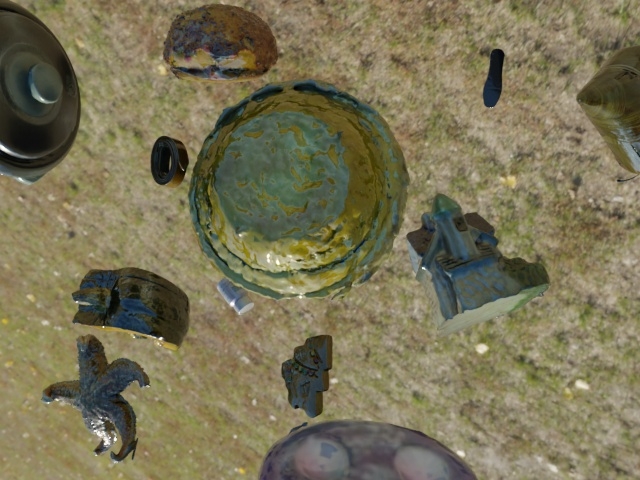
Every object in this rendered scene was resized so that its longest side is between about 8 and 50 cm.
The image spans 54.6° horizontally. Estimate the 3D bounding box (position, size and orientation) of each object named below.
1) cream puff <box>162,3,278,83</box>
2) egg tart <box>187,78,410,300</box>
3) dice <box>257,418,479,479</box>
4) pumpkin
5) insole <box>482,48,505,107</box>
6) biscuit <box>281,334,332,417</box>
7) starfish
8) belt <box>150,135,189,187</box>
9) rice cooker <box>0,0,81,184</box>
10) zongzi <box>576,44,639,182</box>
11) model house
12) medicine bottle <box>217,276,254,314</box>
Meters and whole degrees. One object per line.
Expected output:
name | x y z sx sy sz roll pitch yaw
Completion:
cream puff | -0.207 -0.404 1.281 0.239 0.240 0.164 19 119 24
egg tart | -0.044 -0.084 1.002 0.387 0.388 0.169 31 180 11
dice | 0.047 0.399 0.729 0.269 0.271 0.270 6 120 0
pumpkin | -0.381 0.124 1.231 0.247 0.131 0.126 13 160 0
insole | 0.399 -0.372 1.426 0.045 0.002 0.135 17 120 30
biscuit | -0.012 0.138 0.652 0.082 0.016 0.092 51 122 47
starfish | -0.488 0.366 1.376 0.303 0.113 0.312 37 117 26
belt | -0.250 -0.130 1.025 0.059 0.036 0.084 -1 86 24
rice cooker | -0.528 -0.224 0.958 0.316 0.264 0.317 10 126 14
zongzi | 0.518 -0.186 1.082 0.111 0.241 0.248 7 127 50
model house | 0.315 0.041 1.365 0.298 0.243 0.284 81 166 -72
medicine bottle | -0.197 0.126 1.442 0.089 0.052 0.052 49 147 19
